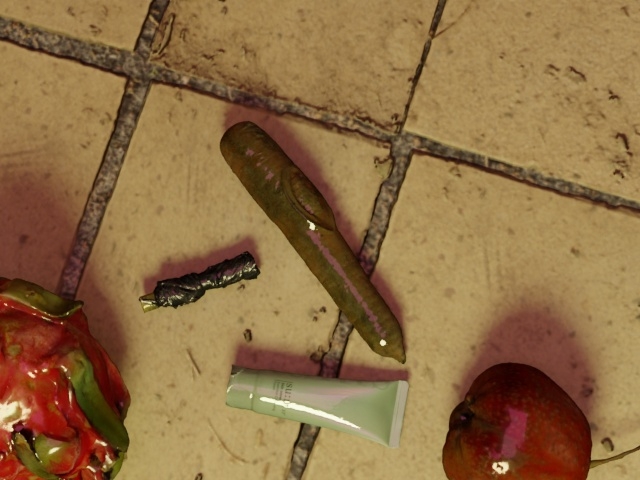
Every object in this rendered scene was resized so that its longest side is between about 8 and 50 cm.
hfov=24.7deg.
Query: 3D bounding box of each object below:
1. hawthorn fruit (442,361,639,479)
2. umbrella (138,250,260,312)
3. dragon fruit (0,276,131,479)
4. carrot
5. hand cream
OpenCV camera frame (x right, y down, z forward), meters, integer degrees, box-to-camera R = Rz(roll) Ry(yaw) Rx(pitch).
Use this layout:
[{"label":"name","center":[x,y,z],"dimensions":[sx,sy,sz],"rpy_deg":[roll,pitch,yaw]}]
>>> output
[{"label":"hawthorn fruit","center":[0.239,0.231,1.596],"dimensions":[0.203,0.162,0.162],"rpy_deg":[28,83,-8]},{"label":"umbrella","center":[-0.141,0.050,1.706],"dimensions":[0.144,0.040,0.037],"rpy_deg":[-20,71,-2]},{"label":"dragon fruit","center":[-0.342,0.169,1.609],"dimensions":[0.303,0.231,0.237],"rpy_deg":[38,73,0]},{"label":"carrot","center":[-0.001,0.001,1.692],"dimensions":[0.070,0.070,0.342],"rpy_deg":[-37,80,-2]},{"label":"hand cream","center":[-0.005,0.182,1.666],"dimensions":[0.205,0.050,0.078],"rpy_deg":[9,81,3]}]
